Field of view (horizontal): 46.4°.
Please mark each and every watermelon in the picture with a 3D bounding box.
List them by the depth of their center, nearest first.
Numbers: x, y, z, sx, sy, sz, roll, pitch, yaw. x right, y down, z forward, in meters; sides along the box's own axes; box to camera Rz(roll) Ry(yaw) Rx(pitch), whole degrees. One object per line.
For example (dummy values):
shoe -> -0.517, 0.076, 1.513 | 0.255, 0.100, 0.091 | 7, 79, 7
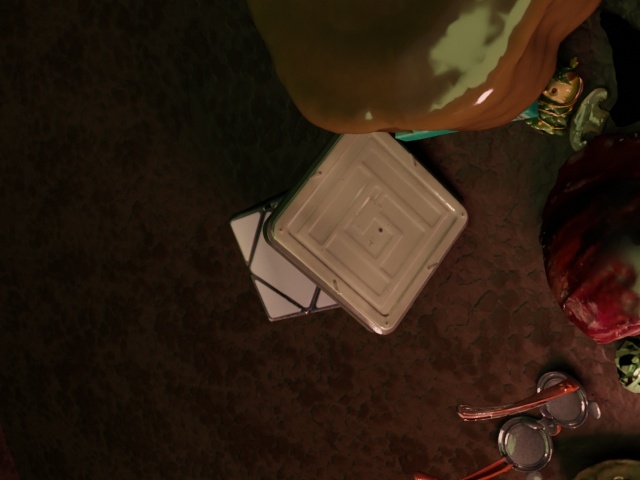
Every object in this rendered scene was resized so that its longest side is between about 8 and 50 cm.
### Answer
watermelon -> 0.432, -0.234, 0.987 | 0.121, 0.098, 0.158 | -5, 102, 36

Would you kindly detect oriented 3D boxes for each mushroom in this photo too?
mushroom -> 0.390, -0.175, 1.085 | 0.049, 0.019, 0.101 | 25, 122, 24

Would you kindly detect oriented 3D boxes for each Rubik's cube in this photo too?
Rubik's cube -> 0.000, 0.000, 1.312 | 0.205, 0.205, 0.207 | -15, 101, 38

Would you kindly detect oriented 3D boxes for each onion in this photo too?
onion -> 0.404, 0.009, 1.048 | 0.280, 0.146, 0.314 | 57, 144, 12

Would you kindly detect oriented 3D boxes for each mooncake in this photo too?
mooncake -> 0.132, -0.356, 0.987 | 0.467, 0.262, 0.466 | 2, 94, 33

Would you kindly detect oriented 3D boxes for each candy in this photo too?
candy -> 0.476, 0.178, 1.018 | 0.083, 0.305, 0.091 | 13, 87, 6

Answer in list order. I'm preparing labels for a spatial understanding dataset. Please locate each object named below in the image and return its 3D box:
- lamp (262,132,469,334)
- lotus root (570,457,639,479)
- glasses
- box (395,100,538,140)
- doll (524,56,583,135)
lamp -> 0.078, -0.028, 1.176 | 0.269, 0.266, 0.047 | 41, 163, -15
lotus root -> 0.545, 0.490, 1.192 | 0.314, 0.142, 0.210 | 55, 158, -7
glasses -> 0.300, 0.332, 1.210 | 0.118, 0.268, 0.234 | 51, 133, 31
box -> 0.212, -0.246, 1.123 | 0.226, 0.042, 0.160 | -5, 81, 40
doll -> 0.350, -0.204, 1.081 | 0.077, 0.078, 0.113 | 28, 110, -30
